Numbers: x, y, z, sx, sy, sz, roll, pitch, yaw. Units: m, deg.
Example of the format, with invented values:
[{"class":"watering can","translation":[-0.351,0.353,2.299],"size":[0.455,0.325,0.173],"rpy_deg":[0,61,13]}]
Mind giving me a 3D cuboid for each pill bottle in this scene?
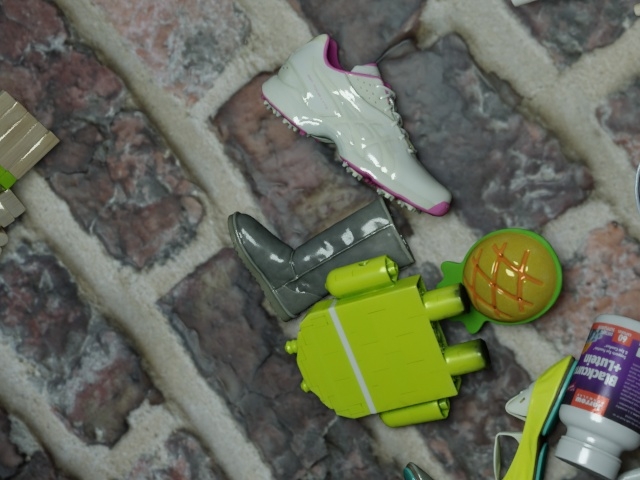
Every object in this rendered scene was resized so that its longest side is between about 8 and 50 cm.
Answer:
[{"class":"pill bottle","translation":[0.369,0.200,1.216],"size":[0.108,0.108,0.193],"rpy_deg":[22,80,9]}]

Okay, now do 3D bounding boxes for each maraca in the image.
[{"class":"maraca","translation":[0.235,0.055,1.269],"size":[0.186,0.099,0.127],"rpy_deg":[-27,80,38]}]

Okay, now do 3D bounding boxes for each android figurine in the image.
[{"class":"android figurine","translation":[0.083,0.146,1.296],"size":[0.273,0.056,0.248],"rpy_deg":[-18,105,23]}]

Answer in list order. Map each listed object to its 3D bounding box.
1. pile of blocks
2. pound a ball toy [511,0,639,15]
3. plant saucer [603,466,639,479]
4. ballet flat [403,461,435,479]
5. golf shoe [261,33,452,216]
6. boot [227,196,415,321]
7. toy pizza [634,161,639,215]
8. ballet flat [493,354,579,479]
[{"class":"pile of blocks","translation":[-0.514,-0.051,1.399],"size":[0.149,0.113,0.362],"rpy_deg":[19,97,-33]},{"class":"pound a ball toy","translation":[0.386,-0.359,1.161],"size":[0.319,0.136,0.208],"rpy_deg":[-14,103,22]},{"class":"plant saucer","translation":[0.472,0.474,1.244],"size":[0.401,0.100,0.400],"rpy_deg":[1,95,12]},{"class":"ballet flat","translation":[0.176,0.400,1.328],"size":[0.068,0.072,0.213],"rpy_deg":[-18,91,-15]},{"class":"golf shoe","translation":[0.067,-0.155,1.281],"size":[0.306,0.115,0.140],"rpy_deg":[38,97,6]},{"class":"boot","translation":[0.000,-0.002,1.323],"size":[0.208,0.076,0.189],"rpy_deg":[-30,102,19]},{"class":"toy pizza","translation":[0.511,-0.068,1.231],"size":[0.201,0.032,0.201],"rpy_deg":[1,94,12]},{"class":"ballet flat","translation":[0.280,0.256,1.286],"size":[0.077,0.077,0.231],"rpy_deg":[17,99,24]}]
